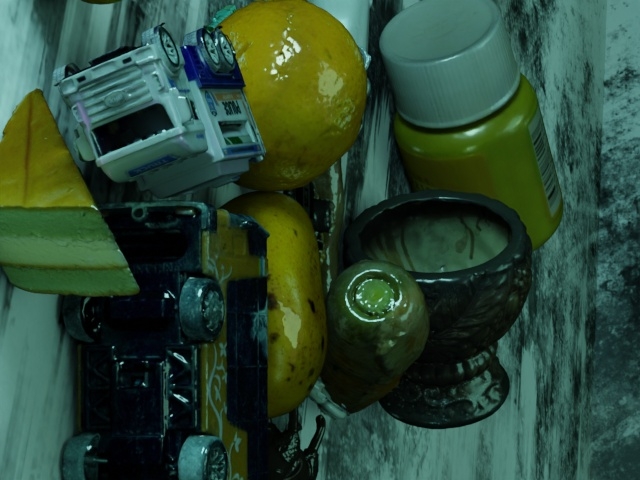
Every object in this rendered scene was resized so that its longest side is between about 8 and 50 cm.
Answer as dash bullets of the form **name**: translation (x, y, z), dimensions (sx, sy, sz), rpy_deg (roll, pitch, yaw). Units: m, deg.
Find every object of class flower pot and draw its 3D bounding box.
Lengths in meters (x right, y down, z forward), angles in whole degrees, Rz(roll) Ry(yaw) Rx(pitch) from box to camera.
- **flower pot**: translation (0.164, 0.103, 2.376), dimensions (0.266, 0.266, 0.267), rpy_deg (-59, 150, -56)

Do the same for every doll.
- **doll**: translation (-0.040, 0.278, 2.073), dimensions (0.139, 0.057, 0.165), rpy_deg (49, 46, -61)

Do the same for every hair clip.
- **hair clip**: translation (-0.029, 0.142, 2.070), dimensions (0.172, 0.049, 0.116), rpy_deg (55, 4, -26)

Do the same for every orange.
- **orange**: translation (-0.049, -0.162, 1.904), dimensions (0.193, 0.219, 0.219), rpy_deg (49, 39, -31)

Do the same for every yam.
- **yam**: translation (0.000, 0.000, 2.185), dimensions (0.057, 0.056, 0.241), rpy_deg (-18, 113, -68)

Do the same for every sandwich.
- **sandwich**: translation (-0.217, -0.050, 1.560), dimensions (0.187, 0.144, 0.117), rpy_deg (-72, 152, -42)

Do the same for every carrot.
- **carrot**: translation (0.059, 0.120, 2.103), dimensions (0.302, 0.138, 0.139), rpy_deg (113, -18, -69)

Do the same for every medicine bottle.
- **medicine bottle**: translation (0.226, -0.167, 2.586), dimensions (0.224, 0.224, 0.384), rpy_deg (-71, 149, -45)

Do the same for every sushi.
- **sushi**: translation (-0.008, -0.023, 2.090), dimensions (0.192, 0.043, 0.280), rpy_deg (146, -59, -76)

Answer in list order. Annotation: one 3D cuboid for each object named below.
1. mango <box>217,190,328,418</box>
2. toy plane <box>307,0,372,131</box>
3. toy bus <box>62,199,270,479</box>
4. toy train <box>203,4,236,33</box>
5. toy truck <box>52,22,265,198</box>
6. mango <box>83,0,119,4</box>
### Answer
- **mango**: translation (-0.072, 0.057, 1.897), dimensions (0.191, 0.159, 0.290), rpy_deg (55, 31, -40)
- **toy plane**: translation (0.012, -0.241, 2.207), dimensions (0.252, 0.118, 0.252), rpy_deg (-1, 90, -87)
- **toy bus**: translation (-0.145, 0.129, 1.692), dimensions (0.194, 0.161, 0.324), rpy_deg (12, 77, -68)
- **toy train**: translation (-0.116, -0.244, 2.004), dimensions (0.092, 0.029, 0.045), rpy_deg (-52, 126, -58)
- **toy truck**: translation (-0.151, -0.121, 1.685), dimensions (0.268, 0.124, 0.155), rpy_deg (-24, 93, -76)
- **mango**: translation (-0.233, -0.334, 1.613), dimensions (0.125, 0.111, 0.233), rpy_deg (-69, 150, -59)
